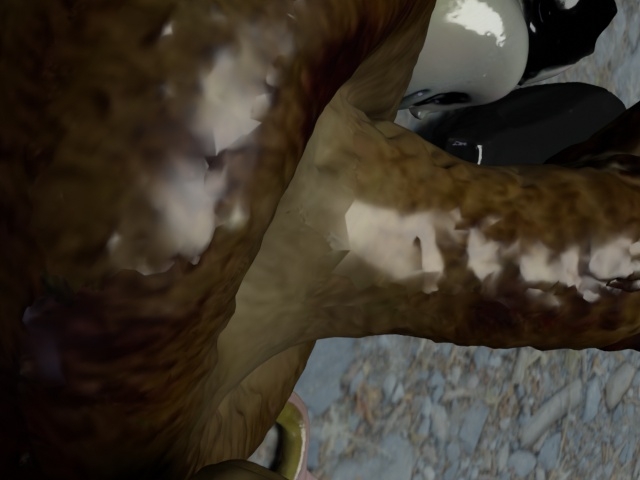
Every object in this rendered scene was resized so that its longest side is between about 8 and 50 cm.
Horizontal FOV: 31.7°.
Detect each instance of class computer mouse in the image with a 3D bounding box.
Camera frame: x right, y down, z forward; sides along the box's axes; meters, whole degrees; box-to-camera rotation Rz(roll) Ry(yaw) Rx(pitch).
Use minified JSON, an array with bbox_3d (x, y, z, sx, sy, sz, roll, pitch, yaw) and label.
[{"bbox_3d":[0.155,-0.055,0.865,0.217,0.073,0.122,-25,113,-36],"label":"computer mouse"}]

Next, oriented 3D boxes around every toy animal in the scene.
[{"bbox_3d":[0.076,-0.149,0.713,0.179,0.166,0.138,-32,116,-27],"label":"toy animal"}]

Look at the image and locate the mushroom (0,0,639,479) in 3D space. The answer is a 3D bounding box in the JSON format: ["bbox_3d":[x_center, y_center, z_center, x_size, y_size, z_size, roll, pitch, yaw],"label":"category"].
[{"bbox_3d":[-0.016,0.010,0.508,0.356,0.331,0.334,41,30,-2],"label":"mushroom"}]

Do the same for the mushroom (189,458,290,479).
[{"bbox_3d":[-0.172,0.191,0.378,0.407,0.137,0.154,-16,131,1],"label":"mushroom"}]

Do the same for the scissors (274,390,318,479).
[{"bbox_3d":[-0.013,0.183,0.760,0.317,0.024,0.160,27,75,-47],"label":"scissors"}]
